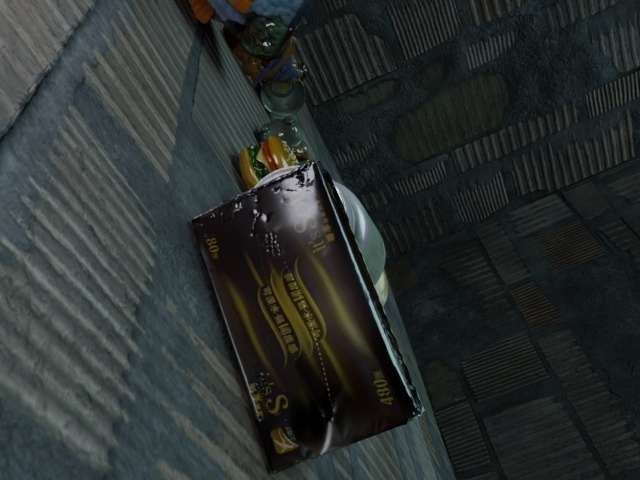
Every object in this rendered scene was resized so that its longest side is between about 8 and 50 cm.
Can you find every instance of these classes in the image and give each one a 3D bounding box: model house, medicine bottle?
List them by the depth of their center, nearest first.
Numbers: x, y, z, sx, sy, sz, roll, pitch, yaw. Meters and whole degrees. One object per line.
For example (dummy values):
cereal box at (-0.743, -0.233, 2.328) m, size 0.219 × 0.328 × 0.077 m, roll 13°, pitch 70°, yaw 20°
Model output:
medicine bottle at (0.000, 0.000, 1.151) m, size 0.379 × 0.214 × 0.213 m, roll 42°, pitch 26°, yaw -70°
model house at (-0.237, -0.643, 1.370) m, size 0.339 × 0.297 × 0.360 m, roll 8°, pitch 50°, yaw -37°

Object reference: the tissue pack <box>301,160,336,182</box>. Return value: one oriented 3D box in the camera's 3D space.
tissue pack at (0.018, 0.003, 1.501) m, size 0.242 × 0.126 × 0.343 m, roll 49°, pitch 26°, yaw -62°

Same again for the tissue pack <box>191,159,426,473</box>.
tissue pack at (-0.013, 0.098, 0.831) m, size 0.369 × 0.210 × 0.198 m, roll 68°, pitch 12°, yaw 15°

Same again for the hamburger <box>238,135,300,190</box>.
hamburger at (-0.099, -0.138, 1.229) m, size 0.162 × 0.115 × 0.162 m, roll -25°, pitch 90°, yaw -83°

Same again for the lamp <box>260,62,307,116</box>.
lamp at (-0.122, -0.530, 1.972) m, size 0.227 × 0.172 × 0.147 m, roll -99°, pitch 162°, yaw -54°

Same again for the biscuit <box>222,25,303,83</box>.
biscuit at (-0.168, -0.560, 1.769) m, size 0.280 × 0.183 × 0.043 m, roll 27°, pitch 20°, yaw -34°

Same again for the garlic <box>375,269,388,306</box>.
garlic at (0.111, 0.143, 1.682) m, size 0.164 × 0.146 × 0.244 m, roll 68°, pitch 26°, yaw -44°

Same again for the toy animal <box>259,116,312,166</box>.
toy animal at (-0.074, -0.210, 1.609) m, size 0.127 × 0.126 × 0.251 m, roll -46°, pitch 123°, yaw -50°
